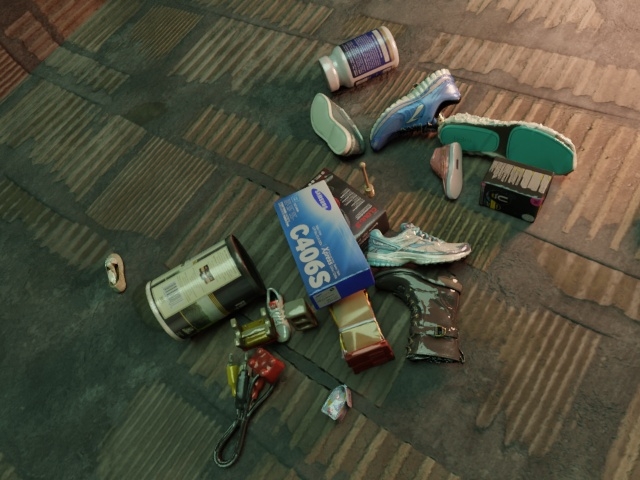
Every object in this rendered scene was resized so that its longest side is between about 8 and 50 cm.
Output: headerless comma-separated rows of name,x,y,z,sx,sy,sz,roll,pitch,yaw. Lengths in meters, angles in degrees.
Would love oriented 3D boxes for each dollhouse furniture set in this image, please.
dollhouse furniture set,-0.021,0.259,1.188,0.374,0.152,0.201,-20,59,3

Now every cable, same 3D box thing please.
cable,-0.198,0.446,1.211,0.139,0.072,0.287,7,75,0

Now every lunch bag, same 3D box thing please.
lunch bag,0.048,0.405,1.138,0.053,0.071,0.083,25,70,24

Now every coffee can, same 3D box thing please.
coffee can,-0.324,0.135,1.316,0.275,0.201,0.201,-30,58,-2

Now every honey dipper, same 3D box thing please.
honey dipper,0.140,-0.186,1.389,0.030,0.161,0.030,-6,61,11

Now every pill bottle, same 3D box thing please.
pill bottle,0.135,-0.650,1.654,0.264,0.153,0.153,-24,58,1

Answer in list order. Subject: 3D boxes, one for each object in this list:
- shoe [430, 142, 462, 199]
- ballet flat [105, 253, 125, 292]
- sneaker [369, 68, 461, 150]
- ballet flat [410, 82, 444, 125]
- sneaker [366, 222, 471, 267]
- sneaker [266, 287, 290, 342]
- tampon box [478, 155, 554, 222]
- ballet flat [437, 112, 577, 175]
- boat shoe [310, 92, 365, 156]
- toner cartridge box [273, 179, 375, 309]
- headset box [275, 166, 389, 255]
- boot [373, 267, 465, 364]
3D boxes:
shoe,0.383,-0.208,1.397,0.081,0.063,0.178,-6,75,49
ballet flat,-0.689,0.098,1.526,0.057,0.052,0.168,-32,58,-3
sneaker,0.300,-0.390,1.462,0.330,0.130,0.147,-36,84,18
ballet flat,0.355,-0.463,1.541,0.070,0.070,0.188,-29,58,-1
sneaker,0.265,0.009,1.241,0.283,0.110,0.122,-3,87,3
sneaker,-0.127,0.208,1.294,0.057,0.075,0.161,-16,58,7
tampon box,0.542,-0.142,1.275,0.161,0.120,0.101,24,70,26
ballet flat,0.559,-0.310,1.366,0.409,0.147,0.147,22,70,25
boat shoe,0.056,-0.400,1.591,0.099,0.116,0.319,3,42,-32
toner cartridge box,0.000,0.000,1.215,0.165,0.075,0.348,-24,50,-1
headset box,0.047,-0.052,1.370,0.218,0.110,0.293,-43,59,-11
boot,0.247,0.198,1.186,0.263,0.091,0.229,7,63,17
